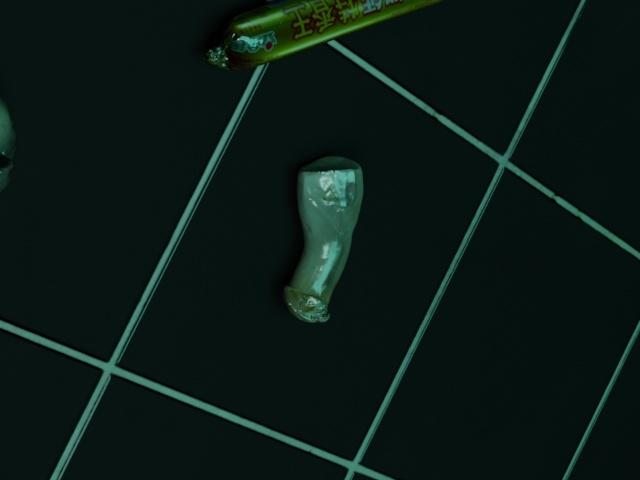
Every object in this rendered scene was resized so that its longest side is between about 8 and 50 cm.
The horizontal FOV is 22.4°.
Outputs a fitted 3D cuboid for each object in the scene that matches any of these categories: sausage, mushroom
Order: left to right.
[{"bbox_3d":[0.002,0.000,2.141,0.092,0.081,0.223,-15,120,-58],"label":"mushroom"},{"bbox_3d":[0.004,-0.286,2.031,0.371,0.082,0.082,-24,122,-33],"label":"sausage"}]

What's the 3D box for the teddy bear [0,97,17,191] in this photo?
[{"bbox_3d":[-0.391,-0.126,1.680,0.144,0.171,0.251,-18,126,-14],"label":"teddy bear"}]
